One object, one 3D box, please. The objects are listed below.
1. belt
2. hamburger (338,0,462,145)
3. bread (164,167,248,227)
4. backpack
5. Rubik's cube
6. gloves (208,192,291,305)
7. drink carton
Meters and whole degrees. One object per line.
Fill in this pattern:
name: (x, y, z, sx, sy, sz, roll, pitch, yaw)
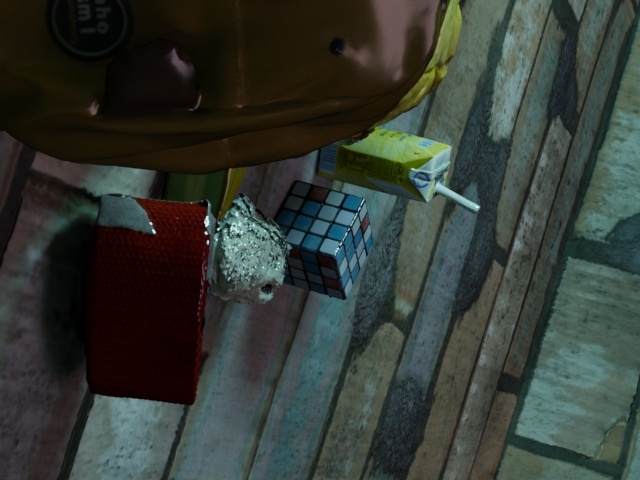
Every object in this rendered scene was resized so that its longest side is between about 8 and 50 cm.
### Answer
belt: (-0.161, 0.051, 1.395, 0.128, 0.124, 0.200, -89, -174, -61)
hamburger: (0.065, -0.254, 1.706, 0.209, 0.162, 0.329, 22, 82, -73)
bread: (-0.097, -0.090, 1.524, 0.084, 0.074, 0.139, -17, 120, -63)
backpack: (-0.081, -0.214, 1.063, 0.201, 0.378, 0.353, -110, -167, -69)
Rubik's cube: (0.000, 0.000, 1.826, 0.092, 0.092, 0.092, 76, 36, -54)
gloves: (-0.079, 0.012, 1.657, 0.153, 0.070, 0.114, 28, 79, -68)
drink carton: (0.101, -0.088, 1.870, 0.084, 0.200, 0.074, -29, 130, -64)
